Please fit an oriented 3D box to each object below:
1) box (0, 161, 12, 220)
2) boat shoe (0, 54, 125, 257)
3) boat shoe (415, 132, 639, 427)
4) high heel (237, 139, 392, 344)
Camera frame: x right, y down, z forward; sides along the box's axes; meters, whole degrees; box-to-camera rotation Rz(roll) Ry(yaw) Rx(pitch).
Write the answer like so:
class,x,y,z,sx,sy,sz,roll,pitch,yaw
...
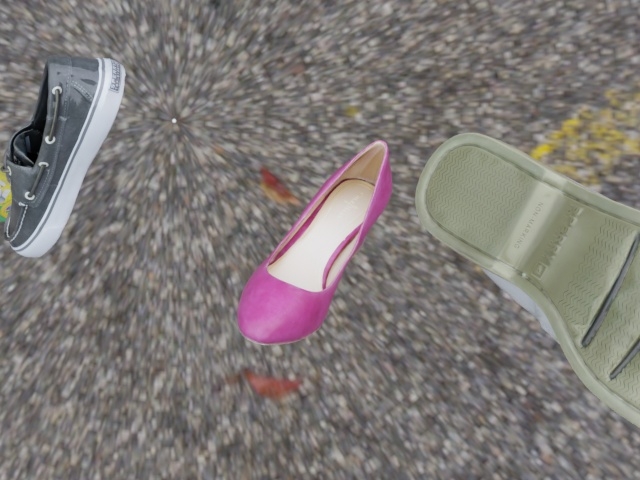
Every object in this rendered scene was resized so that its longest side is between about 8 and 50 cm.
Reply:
class,x,y,z,sx,sy,sz,roll,pitch,yaw
box,-0.381,-0.059,1.592,0.105,0.179,0.043,32,111,34
boat shoe,-0.145,-0.046,0.796,0.040,0.049,0.142,12,134,-25
boat shoe,0.191,0.030,0.969,0.103,0.302,0.113,21,109,-47
high heel,0.000,0.000,1.385,0.082,0.244,0.117,29,127,17
